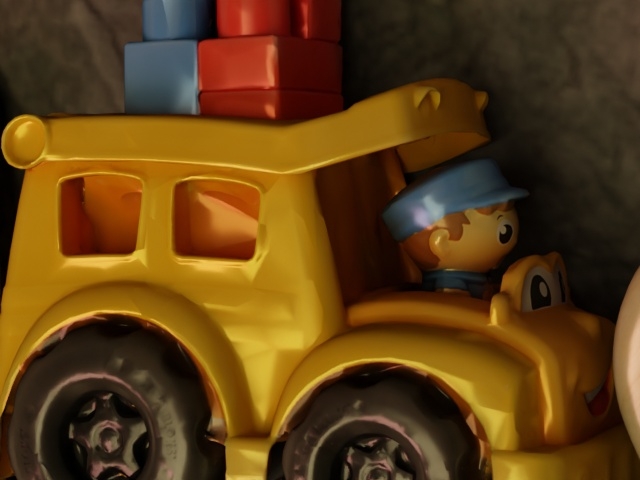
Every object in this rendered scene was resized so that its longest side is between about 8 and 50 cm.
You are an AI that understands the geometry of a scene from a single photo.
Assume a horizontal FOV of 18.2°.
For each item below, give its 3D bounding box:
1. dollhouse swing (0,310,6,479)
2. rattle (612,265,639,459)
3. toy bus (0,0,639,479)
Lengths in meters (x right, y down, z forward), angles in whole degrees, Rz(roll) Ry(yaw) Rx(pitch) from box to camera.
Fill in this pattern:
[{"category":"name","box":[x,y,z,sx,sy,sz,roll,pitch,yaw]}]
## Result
[{"category":"dollhouse swing","box":[-0.345,0.083,0.728,0.347,0.305,0.315,-6,83,28]},{"category":"rattle","box":[0.131,0.084,0.581,0.130,0.143,0.199,18,109,2]},{"category":"toy bus","box":[0.000,0.000,0.692,0.220,0.149,0.211,3,92,23]}]
